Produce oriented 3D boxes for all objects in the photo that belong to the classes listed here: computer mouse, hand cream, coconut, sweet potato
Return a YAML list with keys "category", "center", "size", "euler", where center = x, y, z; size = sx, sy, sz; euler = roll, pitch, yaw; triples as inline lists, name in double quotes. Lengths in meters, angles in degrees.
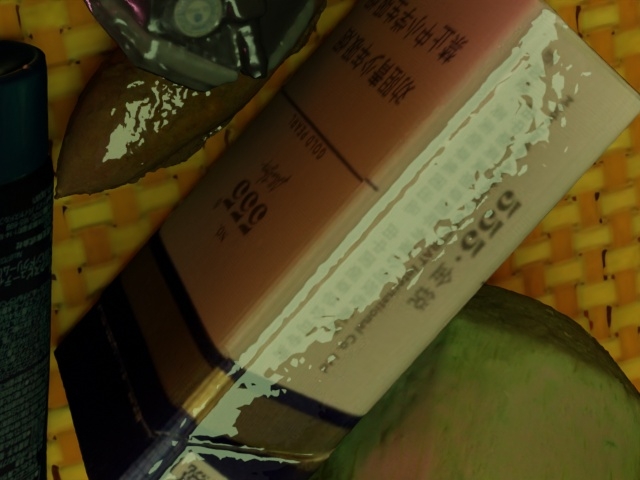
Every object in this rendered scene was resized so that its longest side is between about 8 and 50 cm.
- category: "computer mouse"
  center: [-0.059, -0.155, 0.728]
  size: [0.105, 0.062, 0.192]
  euler: [-19, 104, -31]
- category: "hand cream"
  center: [-0.150, 0.055, 0.788]
  size: [0.061, 0.120, 0.271]
  euler: [12, 112, 24]
- category: "coconut"
  center: [0.054, 0.145, 0.811]
  size: [0.204, 0.236, 0.236]
  euler: [35, 98, -33]
- category: "sweet potato"
  center: [-0.037, -0.089, 0.786]
  size: [0.206, 0.060, 0.068]
  euler: [-43, 153, -2]

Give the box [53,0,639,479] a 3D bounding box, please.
- category: "box"
  center: [0.000, 0.000, 0.770]
  size: [0.071, 0.168, 0.259]
  euler: [38, 97, -23]
